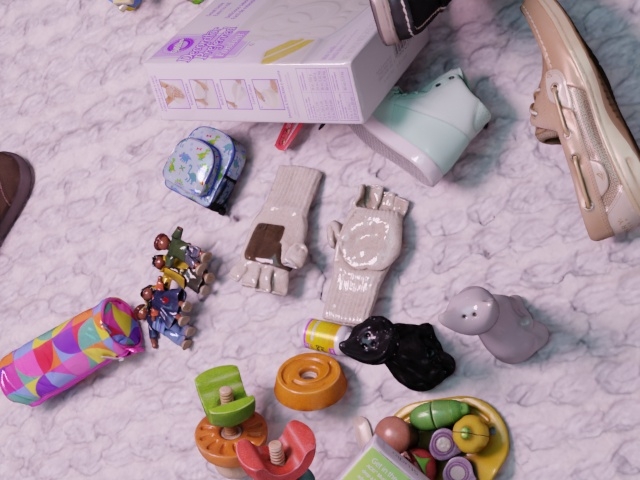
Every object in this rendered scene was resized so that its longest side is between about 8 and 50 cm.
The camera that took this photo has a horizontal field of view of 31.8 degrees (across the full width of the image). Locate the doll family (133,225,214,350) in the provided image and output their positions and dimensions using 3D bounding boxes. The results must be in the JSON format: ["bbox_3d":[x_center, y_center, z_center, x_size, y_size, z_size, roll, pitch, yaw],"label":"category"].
[{"bbox_3d":[-0.227,0.074,1.688,0.111,0.076,0.193,23,93,25],"label":"doll family"}]

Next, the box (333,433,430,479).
[{"bbox_3d":[0.052,0.435,1.416,0.232,0.058,0.322,41,101,0],"label":"box"}]

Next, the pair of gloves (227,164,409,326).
[{"bbox_3d":[0.000,0.000,1.585,0.240,0.042,0.204,18,79,29],"label":"pair of gloves"}]

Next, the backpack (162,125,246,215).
[{"bbox_3d":[-0.172,-0.113,1.693,0.105,0.084,0.114,28,90,27],"label":"backpack"}]

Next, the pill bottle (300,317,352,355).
[{"bbox_3d":[0.016,0.136,1.561,0.083,0.043,0.043,10,84,30],"label":"pill bottle"}]

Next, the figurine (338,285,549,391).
[{"bbox_3d":[0.154,0.116,1.397,0.214,0.209,0.092,-20,71,23],"label":"figurine"}]

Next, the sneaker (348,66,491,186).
[{"bbox_3d":[0.125,-0.189,1.559,0.151,0.094,0.256,-44,52,-6],"label":"sneaker"}]

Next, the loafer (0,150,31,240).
[{"bbox_3d":[-0.623,0.005,1.879,0.133,0.130,0.366,25,91,30],"label":"loafer"}]

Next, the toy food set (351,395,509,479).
[{"bbox_3d":[0.131,0.269,1.456,0.217,0.071,0.128,-14,73,25],"label":"toy food set"}]

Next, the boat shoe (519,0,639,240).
[{"bbox_3d":[0.316,-0.166,1.424,0.110,0.121,0.341,-27,69,19],"label":"boat shoe"}]

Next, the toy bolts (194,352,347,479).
[{"bbox_3d":[-0.049,0.282,1.521,0.218,0.159,0.228,-14,33,-13],"label":"toy bolts"}]

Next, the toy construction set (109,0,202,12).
[{"bbox_3d":[-0.232,-0.517,1.780,0.215,0.151,0.328,14,100,31],"label":"toy construction set"}]

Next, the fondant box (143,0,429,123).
[{"bbox_3d":[-0.045,-0.264,1.578,0.330,0.096,0.238,3,37,29],"label":"fondant box"}]

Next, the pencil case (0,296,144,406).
[{"bbox_3d":[-0.386,0.175,1.737,0.236,0.104,0.104,-28,67,21],"label":"pencil case"}]

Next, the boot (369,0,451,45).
[{"bbox_3d":[0.222,-0.379,1.433,0.284,0.377,0.138,-4,121,22],"label":"boot"}]

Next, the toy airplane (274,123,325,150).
[{"bbox_3d":[-0.042,-0.206,1.676,0.151,0.028,0.151,-7,75,26],"label":"toy airplane"}]
